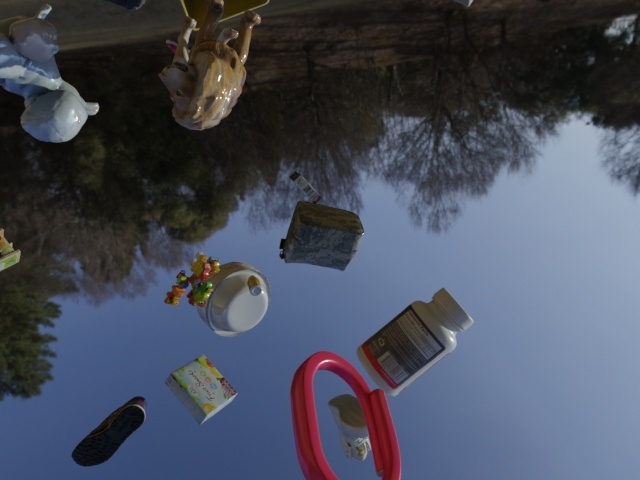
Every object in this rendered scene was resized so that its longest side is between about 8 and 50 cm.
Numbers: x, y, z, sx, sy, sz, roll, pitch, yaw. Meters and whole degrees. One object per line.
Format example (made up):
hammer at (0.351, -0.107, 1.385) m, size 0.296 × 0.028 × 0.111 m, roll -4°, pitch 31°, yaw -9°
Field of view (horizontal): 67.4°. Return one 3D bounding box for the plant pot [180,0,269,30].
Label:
plant pot at (-0.265, -0.675, 1.142) m, size 0.212 × 0.187 × 0.212 m, roll -24°, pitch 168°, yaw -5°

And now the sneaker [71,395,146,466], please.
sneaker at (-0.710, 0.651, 1.645) m, size 0.283 × 0.107 × 0.124 m, roll -37°, pitch -167°, yaw -4°

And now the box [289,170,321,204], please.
box at (-0.059, -0.198, 1.770) m, size 0.036 × 0.114 × 0.207 m, roll -42°, pitch -166°, yaw 2°

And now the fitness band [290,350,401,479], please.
fitness band at (0.043, 0.338, 0.878) m, size 0.209 × 0.054 × 0.291 m, roll 21°, pitch -143°, yaw -30°

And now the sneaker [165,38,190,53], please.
sneaker at (-0.319, -0.415, 1.129) m, size 0.118 × 0.067 × 0.042 m, roll 29°, pitch -173°, yaw -23°

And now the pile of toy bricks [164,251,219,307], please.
pile of toy bricks at (-0.349, 0.141, 1.375) m, size 0.118 × 0.212 × 0.105 m, roll 14°, pitch -143°, yaw -47°

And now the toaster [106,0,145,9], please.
toaster at (-0.365, -0.555, 0.875) m, size 0.129 × 0.146 × 0.227 m, roll 8°, pitch 159°, yaw -25°

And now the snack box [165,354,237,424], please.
snack box at (-0.443, 0.551, 1.789) m, size 0.207 × 0.070 × 0.174 m, roll 43°, pitch -151°, yaw 16°

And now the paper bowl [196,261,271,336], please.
paper bowl at (-0.316, 0.235, 1.839) m, size 0.284 × 0.284 × 0.148 m, roll -23°, pitch -146°, yaw -32°

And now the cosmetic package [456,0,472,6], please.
cosmetic package at (0.253, -0.596, 0.875) m, size 0.160 × 0.113 × 0.309 m, roll 36°, pitch -179°, yaw 15°

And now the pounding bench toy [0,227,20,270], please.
pounding bench toy at (-0.624, 0.025, 0.899) m, size 0.083 × 0.065 × 0.052 m, roll -39°, pitch 180°, yaw -42°

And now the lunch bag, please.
lunch bag at (0.000, 0.000, 2.018) m, size 0.305 × 0.256 × 0.212 m, roll 10°, pitch -151°, yaw -16°

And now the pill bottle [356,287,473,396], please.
pill bottle at (0.275, 0.285, 1.383) m, size 0.318 × 0.176 × 0.176 m, roll -41°, pitch -156°, yaw 6°

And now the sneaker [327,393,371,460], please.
sneaker at (0.114, 0.553, 1.376) m, size 0.108 × 0.169 × 0.292 m, roll -19°, pitch 178°, yaw -13°

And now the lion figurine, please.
lion figurine at (-0.236, -0.335, 0.958) m, size 0.142 × 0.240 × 0.392 m, roll 17°, pitch -175°, yaw -21°

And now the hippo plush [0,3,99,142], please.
hippo plush at (-0.601, -0.307, 0.964) m, size 0.234 × 0.236 × 0.294 m, roll -25°, pitch -143°, yaw -14°

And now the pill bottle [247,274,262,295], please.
pill bottle at (-0.229, 0.154, 1.659) m, size 0.043 × 0.043 × 0.083 m, roll -13°, pitch -151°, yaw -12°
